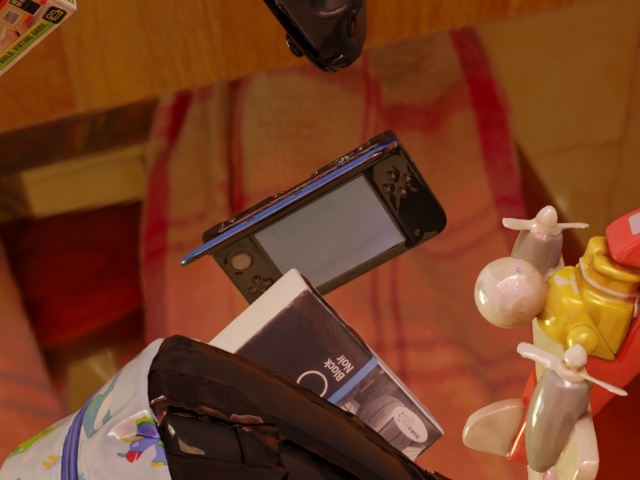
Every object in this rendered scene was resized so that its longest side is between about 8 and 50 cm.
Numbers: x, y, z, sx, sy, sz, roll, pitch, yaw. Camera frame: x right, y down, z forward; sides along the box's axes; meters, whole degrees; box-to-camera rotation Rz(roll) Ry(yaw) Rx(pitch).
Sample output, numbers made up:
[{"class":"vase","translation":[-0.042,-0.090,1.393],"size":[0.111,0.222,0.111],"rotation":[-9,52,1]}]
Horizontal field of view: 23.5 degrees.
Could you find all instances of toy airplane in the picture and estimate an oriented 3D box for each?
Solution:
[{"class":"toy airplane","translation":[0.289,0.124,1.878],"size":[0.272,0.386,0.384],"rotation":[32,73,-16]}]

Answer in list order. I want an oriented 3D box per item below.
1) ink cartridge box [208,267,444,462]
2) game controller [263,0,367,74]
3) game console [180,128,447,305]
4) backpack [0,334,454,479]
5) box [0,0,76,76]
[{"class":"ink cartridge box","translation":[-0.084,0.192,1.146],"size":[0.333,0.065,0.165],"rotation":[-43,108,2]},{"class":"game controller","translation":[-0.022,-0.262,1.148],"size":[0.067,0.319,0.166],"rotation":[-32,124,25]},{"class":"game console","translation":[0.000,0.000,1.951],"size":[0.293,0.173,0.250],"rotation":[-28,124,11]},{"class":"backpack","translation":[-0.023,0.212,0.877],"size":[0.273,0.290,0.355],"rotation":[-25,133,14]},{"class":"box","translation":[-0.285,-0.141,1.098],"size":[0.207,0.036,0.114],"rotation":[-35,140,27]}]
